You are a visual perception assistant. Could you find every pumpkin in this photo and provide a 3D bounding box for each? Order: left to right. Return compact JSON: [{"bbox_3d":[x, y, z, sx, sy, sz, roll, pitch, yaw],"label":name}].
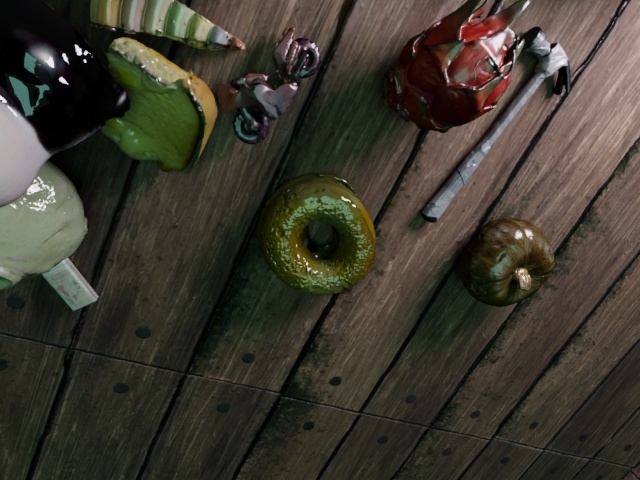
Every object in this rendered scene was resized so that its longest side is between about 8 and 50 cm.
[{"bbox_3d":[0.430,0.058,0.956,0.219,0.162,0.219,-6,120,-11],"label":"pumpkin"}]

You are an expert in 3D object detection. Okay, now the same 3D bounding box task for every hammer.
[{"bbox_3d":[0.350,-0.218,0.876,0.152,0.044,0.427,31,106,-25],"label":"hammer"}]

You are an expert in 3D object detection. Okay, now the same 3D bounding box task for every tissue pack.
[{"bbox_3d":[-0.501,0.088,0.831,0.056,0.023,0.108,-23,117,-2],"label":"tissue pack"}]

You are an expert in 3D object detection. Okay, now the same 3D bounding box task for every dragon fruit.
[{"bbox_3d":[0.235,-0.297,0.716,0.274,0.193,0.192,-28,164,25],"label":"dragon fruit"}]

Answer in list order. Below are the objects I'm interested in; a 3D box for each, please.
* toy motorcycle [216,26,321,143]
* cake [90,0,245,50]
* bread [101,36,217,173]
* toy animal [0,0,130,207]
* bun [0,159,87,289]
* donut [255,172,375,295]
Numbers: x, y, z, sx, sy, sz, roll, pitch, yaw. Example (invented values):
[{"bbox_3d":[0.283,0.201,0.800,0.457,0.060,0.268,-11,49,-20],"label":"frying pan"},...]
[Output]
[{"bbox_3d":[-0.096,-0.276,0.721,0.118,0.084,0.212,37,95,-24],"label":"toy motorcycle"},{"bbox_3d":[-0.224,-0.351,0.640,0.225,0.109,0.090,6,113,-15],"label":"cake"},{"bbox_3d":[-0.256,-0.229,0.682,0.174,0.133,0.251,26,151,-17],"label":"bread"},{"bbox_3d":[-0.413,-0.171,0.509,0.267,0.212,0.212,-52,120,-25],"label":"toy animal"},{"bbox_3d":[-0.534,-0.015,0.648,0.293,0.187,0.293,-15,135,-16],"label":"bun"},{"bbox_3d":[0.000,0.000,0.861,0.272,0.107,0.272,-4,113,-10],"label":"donut"}]
